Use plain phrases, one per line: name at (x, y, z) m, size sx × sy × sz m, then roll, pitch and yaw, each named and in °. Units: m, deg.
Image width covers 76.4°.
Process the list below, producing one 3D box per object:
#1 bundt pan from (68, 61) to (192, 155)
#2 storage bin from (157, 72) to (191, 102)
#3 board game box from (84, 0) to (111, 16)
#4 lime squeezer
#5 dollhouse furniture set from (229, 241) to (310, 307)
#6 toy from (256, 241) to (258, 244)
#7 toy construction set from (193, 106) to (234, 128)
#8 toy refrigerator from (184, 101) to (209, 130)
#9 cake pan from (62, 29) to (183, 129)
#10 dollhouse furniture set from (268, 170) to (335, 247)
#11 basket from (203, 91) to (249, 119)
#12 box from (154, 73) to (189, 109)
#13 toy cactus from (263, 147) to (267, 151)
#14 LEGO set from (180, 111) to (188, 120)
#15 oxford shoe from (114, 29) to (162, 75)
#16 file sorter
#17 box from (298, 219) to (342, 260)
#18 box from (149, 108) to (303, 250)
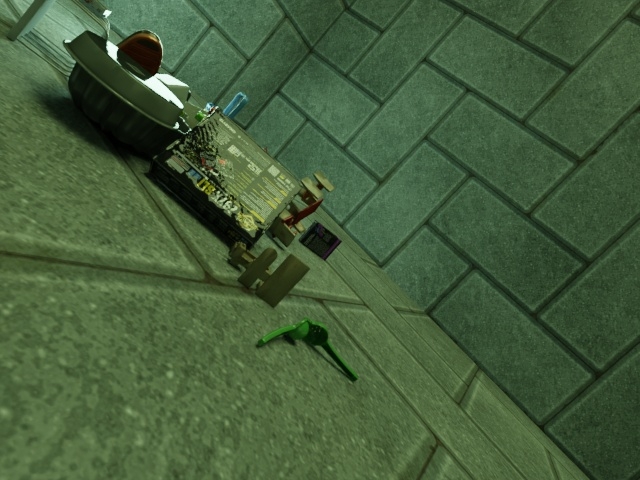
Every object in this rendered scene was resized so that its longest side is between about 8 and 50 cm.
bundt pan at (-0.518, -0.351, 1.093) m, size 0.331 × 0.124 × 0.331 m, roll 42°, pitch 8°, yaw -7°
storage bin at (-0.639, -0.603, 1.664) m, size 0.180 × 0.122 × 0.084 m, roll 31°, pitch 4°, yaw 18°
board game box at (-0.688, -0.722, 1.176) m, size 0.154 × 0.026 × 0.103 m, roll 44°, pitch 6°, yaw -31°
lime squeezer at (-0.031, 0.212, 0.853) m, size 0.310 × 0.059 × 0.110 m, roll 37°, pitch 40°, yaw -43°
dollhouse furniture set at (-0.124, 0.041, 0.961) m, size 0.144 × 0.123 × 0.151 m, roll 40°, pitch 9°, yaw -17°
toy at (-0.265, -0.089, 1.187) m, size 0.237 × 0.056 × 0.137 m, roll 40°, pitch 8°, yaw -18°
toy construction set at (-0.358, -0.304, 1.283) m, size 0.151 × 0.215 × 0.327 m, roll 38°, pitch 10°, yaw -43°
toy refrigerator at (-0.512, -0.475, 1.557) m, size 0.269 × 0.102 × 0.094 m, roll 26°, pitch 8°, yaw 1°
cake pan at (-0.450, -0.383, 0.969) m, size 0.293 × 0.054 × 0.293 m, roll 41°, pitch 9°, yaw -8°
dollhouse furniture set at (-0.078, -0.090, 1.487) m, size 0.135 × 0.262 × 0.259 m, roll 46°, pitch 43°, yaw 8°
basket at (-0.458, -0.589, 1.956) m, size 0.201 × 0.289 × 0.255 m, roll 44°, pitch 4°, yaw -27°
box at (-0.510, -0.486, 1.337) m, size 0.102 × 0.087 × 0.101 m, roll 32°, pitch 28°, yaw 11°
toy cactus at (-0.299, -0.285, 1.682) m, size 0.112 × 0.219 × 0.180 m, roll 13°, pitch -58°, yaw 49°
LEGO set at (-0.526, -0.408, 1.386) m, size 0.132 × 0.107 × 0.287 m, roll 45°, pitch 9°, yaw 12°
oxford shoe at (-0.574, -0.559, 1.223) m, size 0.130 × 0.132 × 0.364 m, roll 13°, pitch -12°, yaw -43°
file sorter at (-0.737, -0.617, 1.183) m, size 0.173 × 0.193 × 0.277 m, roll 39°, pitch 9°, yaw -39°
box at (0.000, 0.000, 1.747) m, size 0.162 × 0.116 × 0.029 m, roll 38°, pitch 8°, yaw -33°
box at (-0.239, -0.163, 1.090) m, size 0.322 × 0.257 × 0.079 m, roll 41°, pitch -34°, yaw -9°
